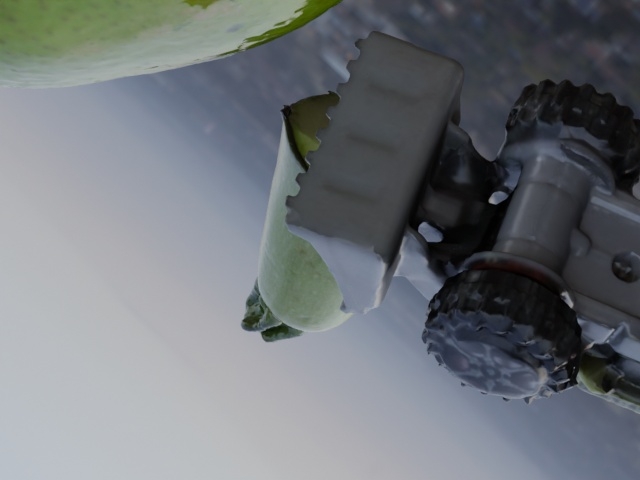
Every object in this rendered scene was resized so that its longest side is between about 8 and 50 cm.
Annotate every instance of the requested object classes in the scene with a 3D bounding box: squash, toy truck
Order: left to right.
[{"bbox_3d":[0.016,-0.003,1.303,0.137,0.137,0.287,43,151,14],"label":"squash"},{"bbox_3d":[0.124,0.023,0.731,0.286,0.136,0.111,24,151,0],"label":"toy truck"}]

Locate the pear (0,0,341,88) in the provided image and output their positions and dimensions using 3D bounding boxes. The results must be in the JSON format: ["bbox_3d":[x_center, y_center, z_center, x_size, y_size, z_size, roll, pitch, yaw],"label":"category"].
[{"bbox_3d":[-0.056,-0.139,0.521,0.187,0.219,0.187,55,-166,-21],"label":"pear"}]
